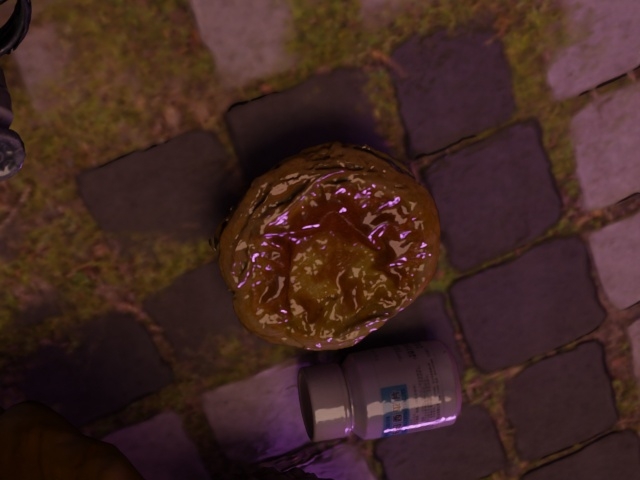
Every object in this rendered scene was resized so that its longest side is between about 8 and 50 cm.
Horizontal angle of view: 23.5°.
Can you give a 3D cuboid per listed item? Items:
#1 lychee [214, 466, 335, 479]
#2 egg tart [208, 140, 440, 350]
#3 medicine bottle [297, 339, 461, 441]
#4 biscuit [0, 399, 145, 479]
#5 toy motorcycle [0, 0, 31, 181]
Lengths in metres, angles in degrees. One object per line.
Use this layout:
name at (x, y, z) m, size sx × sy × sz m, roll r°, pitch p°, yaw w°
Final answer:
lychee at (-0.044, 0.218, 0.894) m, size 0.197 × 0.165 × 0.165 m, roll -13°, pitch 124°, yaw -10°
egg tart at (0.000, 0.000, 0.833) m, size 0.130 × 0.052 × 0.130 m, roll -8°, pitch 125°, yaw -12°
medicine bottle at (0.034, 0.089, 0.899) m, size 0.089 × 0.052 × 0.052 m, roll -8°, pitch 124°, yaw -10°
biscuit at (-0.152, 0.254, 0.842) m, size 0.329 × 0.078 × 0.335 m, roll 50°, pitch 128°, yaw 8°
toy motorcycle at (-0.224, -0.050, 0.727) m, size 0.151 × 0.074 × 0.229 m, roll 7°, pitch 129°, yaw -25°
